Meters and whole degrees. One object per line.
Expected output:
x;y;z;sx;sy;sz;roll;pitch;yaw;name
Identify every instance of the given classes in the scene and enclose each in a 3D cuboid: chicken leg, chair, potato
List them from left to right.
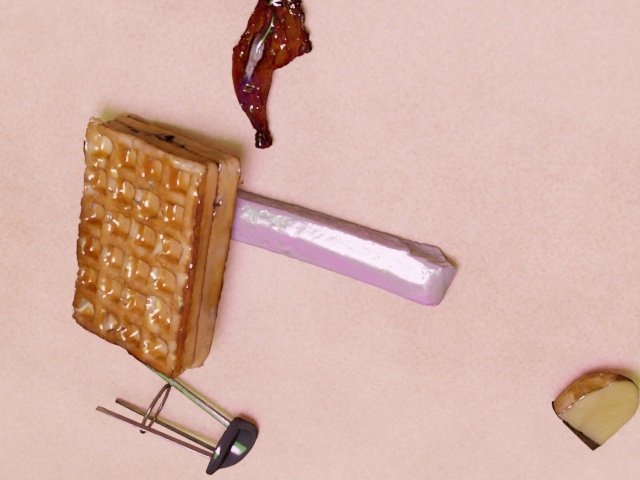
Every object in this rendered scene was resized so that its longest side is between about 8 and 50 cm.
-0.204;0.264;1.370;0.221;0.095;0.104;26;121;2;chair
-0.069;-0.218;1.197;0.093;0.053;0.205;21;117;-11;chicken leg
0.361;0.206;1.240;0.103;0.066;0.096;-39;121;13;potato

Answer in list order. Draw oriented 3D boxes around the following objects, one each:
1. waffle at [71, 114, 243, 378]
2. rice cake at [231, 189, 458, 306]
-0.223;0.007;1.254;0.213;0.091;0.308;24;115;29;waffle
0.000;0.000;1.253;0.365;0.056;0.072;19;110;5;rice cake
